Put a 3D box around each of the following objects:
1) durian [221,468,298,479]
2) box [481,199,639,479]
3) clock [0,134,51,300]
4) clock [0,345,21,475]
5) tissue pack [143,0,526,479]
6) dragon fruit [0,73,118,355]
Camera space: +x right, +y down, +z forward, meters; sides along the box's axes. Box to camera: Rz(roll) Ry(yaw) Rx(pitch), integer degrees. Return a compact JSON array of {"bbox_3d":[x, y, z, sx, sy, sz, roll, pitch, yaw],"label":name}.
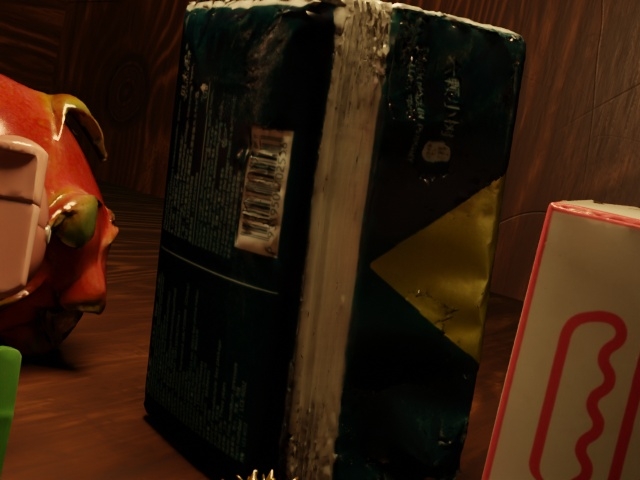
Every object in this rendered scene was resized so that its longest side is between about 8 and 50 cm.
[{"bbox_3d":[-0.018,0.187,0.460,0.158,0.136,0.168,-10,3,-16],"label":"durian"},{"bbox_3d":[0.313,0.136,0.801,0.300,0.312,0.314,14,6,15],"label":"box"},{"bbox_3d":[-0.324,-0.005,0.710,0.227,0.142,0.241,10,-9,-15],"label":"clock"},{"bbox_3d":[-0.381,0.101,0.655,0.255,0.106,0.220,11,2,37],"label":"clock"},{"bbox_3d":[0.000,0.000,0.866,0.253,0.416,0.264,4,6,-35],"label":"tissue pack"},{"bbox_3d":[-0.337,-0.017,1.022,0.226,0.305,0.305,28,-3,-30],"label":"dragon fruit"}]
